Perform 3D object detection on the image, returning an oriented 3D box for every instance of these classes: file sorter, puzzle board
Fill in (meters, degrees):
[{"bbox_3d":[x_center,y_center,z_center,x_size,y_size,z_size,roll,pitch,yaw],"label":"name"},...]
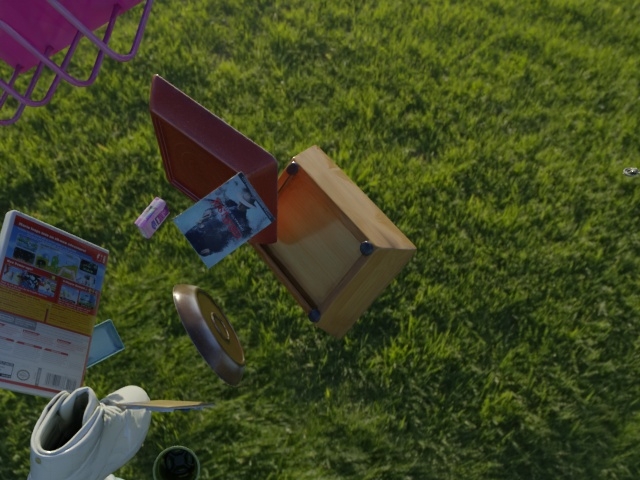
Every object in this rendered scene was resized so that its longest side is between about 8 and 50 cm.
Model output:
[{"bbox_3d":[-0.364,-0.263,0.723,0.290,0.202,0.182,-16,51,28],"label":"file sorter"},{"bbox_3d":[-0.245,0.262,0.994,0.128,0.096,0.011,-8,77,33],"label":"puzzle board"}]

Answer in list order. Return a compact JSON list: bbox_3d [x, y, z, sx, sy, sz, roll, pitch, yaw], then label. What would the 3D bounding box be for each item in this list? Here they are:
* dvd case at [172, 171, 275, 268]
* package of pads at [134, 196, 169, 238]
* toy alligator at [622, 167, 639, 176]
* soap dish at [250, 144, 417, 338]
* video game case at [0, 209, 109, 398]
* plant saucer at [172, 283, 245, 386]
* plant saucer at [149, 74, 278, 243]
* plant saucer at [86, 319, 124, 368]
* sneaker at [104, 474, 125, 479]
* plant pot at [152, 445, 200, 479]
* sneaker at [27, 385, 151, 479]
[{"bbox_3d":[-0.136,-0.029,0.894,0.119,0.013,0.087,-36,100,-12],"label":"dvd case"},{"bbox_3d":[-0.374,-0.050,1.402,0.031,0.050,0.083,26,64,16],"label":"package of pads"},{"bbox_3d":[0.583,-0.121,1.033,0.056,0.051,0.189,-34,29,-22],"label":"toy alligator"},{"bbox_3d":[0.000,0.000,1.149,0.291,0.229,0.118,48,24,24],"label":"soap dish"},{"bbox_3d":[-0.473,0.116,1.074,0.025,0.204,0.286,-12,62,32],"label":"video game case"},{"bbox_3d":[-0.281,0.238,1.660,0.050,0.311,0.311,-31,61,1],"label":"plant saucer"},{"bbox_3d":[-0.184,-0.115,1.055,0.259,0.258,0.048,35,64,15],"label":"plant saucer"},{"bbox_3d":[-0.448,0.208,1.169,0.067,0.018,0.192,64,28,0],"label":"plant saucer"},{"bbox_3d":[-0.493,0.612,1.242,0.365,0.150,0.135,-39,44,8],"label":"sneaker"},{"bbox_3d":[-0.265,0.418,1.171,0.083,0.079,0.084,1,83,-8],"label":"plant pot"},{"bbox_3d":[-0.353,0.290,1.009,0.108,0.169,0.292,20,27,7],"label":"sneaker"}]
